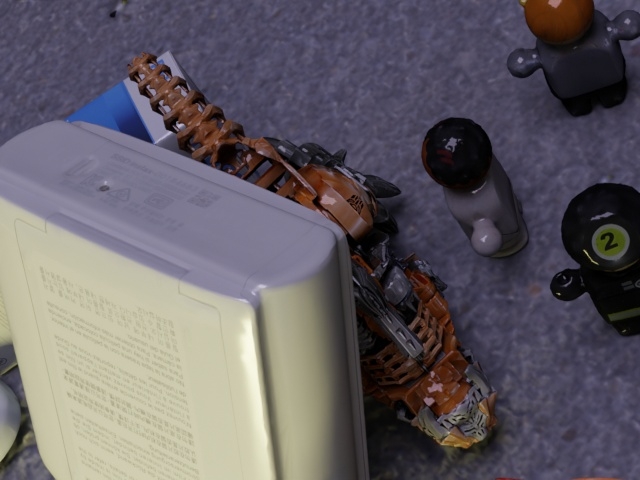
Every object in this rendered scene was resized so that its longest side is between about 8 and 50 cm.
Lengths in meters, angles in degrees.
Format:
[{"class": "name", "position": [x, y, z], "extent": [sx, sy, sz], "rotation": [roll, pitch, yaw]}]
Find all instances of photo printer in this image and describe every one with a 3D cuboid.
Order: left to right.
[{"class": "photo printer", "position": [-0.088, 0.095, 1.091], "extent": [0.256, 0.307, 0.107], "rotation": [22, 44, 33]}]

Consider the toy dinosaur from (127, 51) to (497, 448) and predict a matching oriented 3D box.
[{"class": "toy dinosaur", "position": [0.000, 0.000, 1.137], "extent": [0.164, 0.218, 0.322], "rotation": [-22, 97, -6]}]

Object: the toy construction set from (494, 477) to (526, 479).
[{"class": "toy construction set", "position": [0.065, 0.286, 0.989], "extent": [0.215, 0.151, 0.328], "rotation": [5, 64, 10]}]

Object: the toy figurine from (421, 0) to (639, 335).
[{"class": "toy figurine", "position": [0.189, -0.066, 1.141], "extent": [0.209, 0.148, 0.213], "rotation": [32, 79, 34]}]

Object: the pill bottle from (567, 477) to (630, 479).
[{"class": "pill bottle", "position": [0.148, 0.252, 0.886], "extent": [0.130, 0.130, 0.246], "rotation": [-6, 55, 21]}]

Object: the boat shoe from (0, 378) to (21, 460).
[{"class": "boat shoe", "position": [-0.375, 0.104, 1.321], "extent": [0.306, 0.105, 0.113], "rotation": [20, 73, 31]}]

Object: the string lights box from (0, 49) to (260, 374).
[{"class": "string lights box", "position": [-0.182, -0.017, 1.286], "extent": [0.259, 0.133, 0.077], "rotation": [-33, 54, 3]}]
